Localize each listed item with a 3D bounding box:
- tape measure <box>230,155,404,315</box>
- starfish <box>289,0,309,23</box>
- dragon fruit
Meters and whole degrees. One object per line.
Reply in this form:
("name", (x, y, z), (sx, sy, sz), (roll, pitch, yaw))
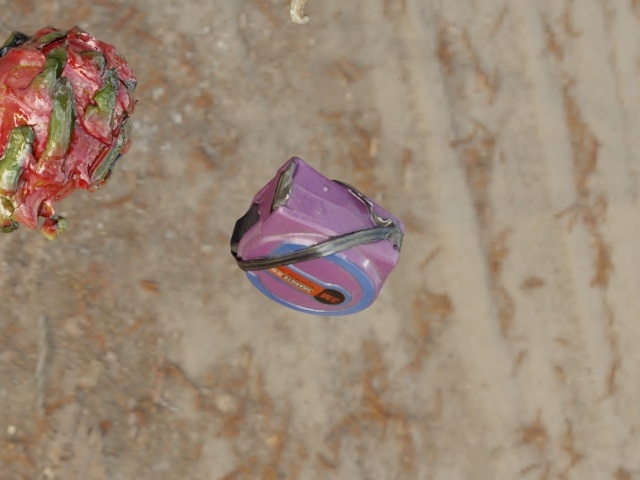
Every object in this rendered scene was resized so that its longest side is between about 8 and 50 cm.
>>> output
("tape measure", (0.000, 0.000, 1.105), (0.118, 0.125, 0.074), (28, 57, -19))
("starfish", (0.022, -0.270, 1.036), (0.048, 0.295, 0.231), (20, 81, -9))
("dragon fruit", (-0.248, -0.096, 1.311), (0.160, 0.166, 0.172), (41, 58, -17))
